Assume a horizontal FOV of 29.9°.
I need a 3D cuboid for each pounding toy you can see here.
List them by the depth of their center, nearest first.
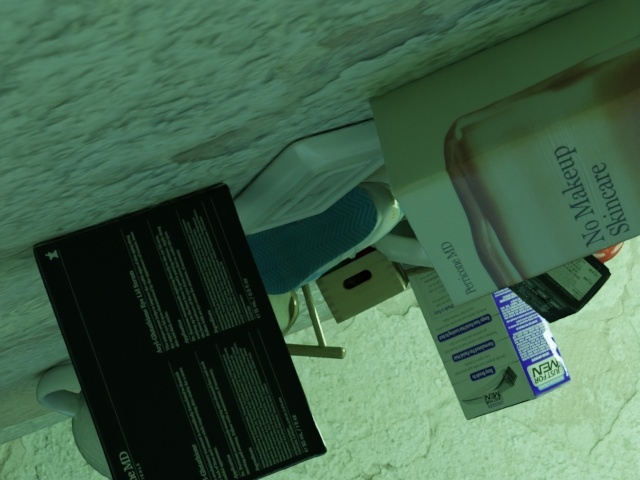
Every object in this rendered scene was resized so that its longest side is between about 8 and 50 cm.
[{"bbox_3d":[0.098,0.048,2.039,0.181,0.094,0.206,-27,-179,9],"label":"pounding toy"}]

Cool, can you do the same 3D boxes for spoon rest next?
[{"bbox_3d":[0.161,-0.003,1.834,0.137,0.084,0.276,10,180,19],"label":"spoon rest"}]

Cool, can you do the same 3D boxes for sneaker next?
[{"bbox_3d":[0.000,0.000,1.395,0.229,0.087,0.092,-24,175,36],"label":"sneaker"}]

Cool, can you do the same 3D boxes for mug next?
[{"bbox_3d":[-0.320,0.295,2.114,0.374,0.276,0.328,26,150,-37],"label":"mug"}]

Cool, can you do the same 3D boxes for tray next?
[{"bbox_3d":[-0.005,-0.058,1.173,0.145,0.030,0.270,-17,172,-25],"label":"tray"}]

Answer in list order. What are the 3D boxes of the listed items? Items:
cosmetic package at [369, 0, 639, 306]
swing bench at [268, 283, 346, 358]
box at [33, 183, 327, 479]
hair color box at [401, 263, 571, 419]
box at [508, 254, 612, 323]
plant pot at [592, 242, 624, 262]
[{"bbox_3d":[0.207,-0.084,0.958,0.296,0.129,0.153,-23,130,13],"label":"cosmetic package"},{"bbox_3d":[-0.142,0.138,1.729,0.255,0.165,0.253,-19,175,25],"label":"swing bench"},{"bbox_3d":[-0.131,0.105,1.091,0.184,0.261,0.103,-19,172,-16],"label":"box"},{"bbox_3d":[0.277,0.122,2.071,0.110,0.338,0.185,-15,170,-37],"label":"hair color box"},{"bbox_3d":[0.181,-0.013,1.240,0.059,0.233,0.183,-48,173,-4],"label":"box"},{"bbox_3d":[0.449,-0.015,2.180,0.191,0.191,0.174,-17,165,-30],"label":"plant pot"}]
